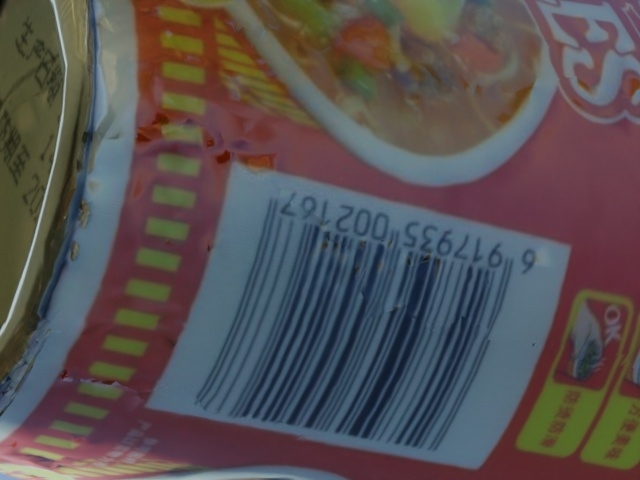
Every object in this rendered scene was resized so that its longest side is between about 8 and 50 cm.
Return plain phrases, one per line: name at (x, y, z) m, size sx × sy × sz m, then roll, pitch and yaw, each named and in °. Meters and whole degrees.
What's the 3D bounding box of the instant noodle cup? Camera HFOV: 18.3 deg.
instant noodle cup at (0.000, 0.000, 0.485) m, size 0.193 × 0.212 × 0.193 m, roll -19°, pitch -113°, yaw 51°
